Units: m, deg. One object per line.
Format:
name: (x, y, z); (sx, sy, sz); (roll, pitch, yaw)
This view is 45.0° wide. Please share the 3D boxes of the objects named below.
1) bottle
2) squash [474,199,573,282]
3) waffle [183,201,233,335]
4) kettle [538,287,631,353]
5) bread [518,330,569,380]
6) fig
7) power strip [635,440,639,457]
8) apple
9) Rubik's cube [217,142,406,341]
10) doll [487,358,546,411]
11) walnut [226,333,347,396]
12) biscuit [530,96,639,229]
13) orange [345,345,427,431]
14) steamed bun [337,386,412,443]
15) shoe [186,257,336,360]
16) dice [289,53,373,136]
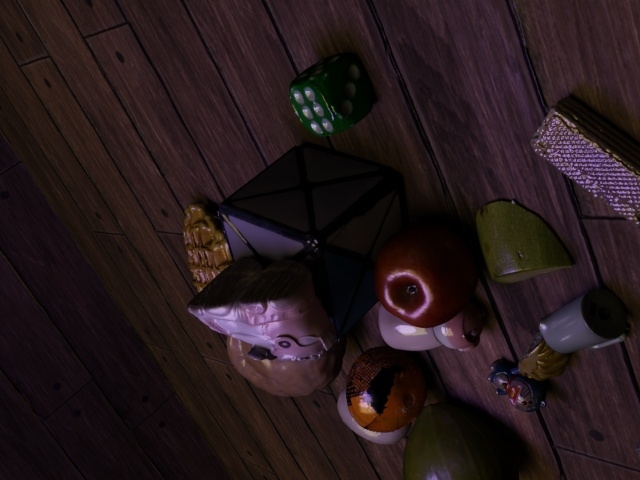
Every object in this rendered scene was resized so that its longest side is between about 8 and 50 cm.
bottle: (0.265, 0.185, 1.775); (0.236, 0.147, 0.147); (0, 126, 42)
squash: (0.362, 0.019, 1.508); (0.184, 0.085, 0.192); (51, 148, -6)
waffle: (-0.320, 0.092, 2.345); (0.379, 0.095, 0.382); (51, 149, 36)
kettle: (0.512, 0.159, 1.486); (0.148, 0.127, 0.098); (128, 131, -62)
bread: (0.476, 0.251, 1.643); (0.094, 0.083, 0.157); (34, 148, 0)
fig: (0.348, 0.570, 1.989); (0.316, 0.316, 0.316); (33, 146, 25)
power strip: (0.744, 0.510, 1.611); (0.078, 0.052, 0.272); (-11, 115, 56)
apple: (0.220, 0.072, 1.621); (0.218, 0.201, 0.218); (16, 124, 25)
Rubik's cube: (0.000, 0.000, 1.742); (0.310, 0.307, 0.305); (21, 138, 37)
doll: (0.451, 0.333, 1.757); (0.152, 0.085, 0.114); (36, 130, 40)
walnut: (-0.085, 0.253, 2.125); (0.381, 0.381, 0.381); (33, 146, 25)
biscuit: (0.457, -0.124, 1.246); (0.239, 0.062, 0.108); (41, 151, 14)
orange: (0.172, 0.396, 2.044); (0.182, 0.234, 0.234); (15, 136, 43)
steamed bun: (0.157, 0.477, 2.218); (0.228, 0.177, 0.130); (25, 116, 35)
shoe: (-0.127, 0.163, 1.615); (0.351, 0.172, 0.198); (-2, 125, 50)
dice: (0.020, -0.291, 1.558); (0.131, 0.120, 0.128); (3, 128, 53)
